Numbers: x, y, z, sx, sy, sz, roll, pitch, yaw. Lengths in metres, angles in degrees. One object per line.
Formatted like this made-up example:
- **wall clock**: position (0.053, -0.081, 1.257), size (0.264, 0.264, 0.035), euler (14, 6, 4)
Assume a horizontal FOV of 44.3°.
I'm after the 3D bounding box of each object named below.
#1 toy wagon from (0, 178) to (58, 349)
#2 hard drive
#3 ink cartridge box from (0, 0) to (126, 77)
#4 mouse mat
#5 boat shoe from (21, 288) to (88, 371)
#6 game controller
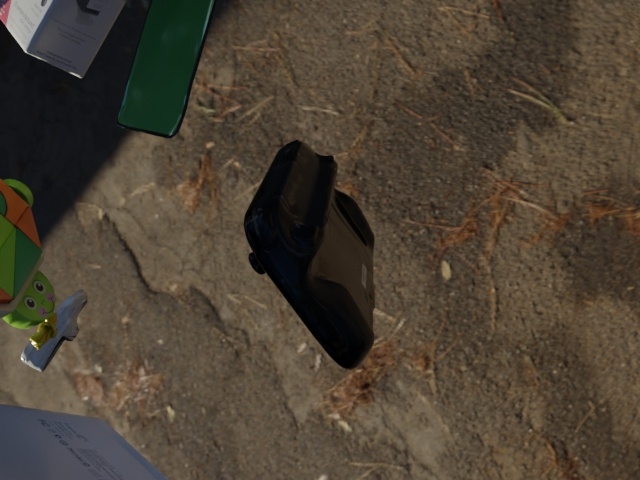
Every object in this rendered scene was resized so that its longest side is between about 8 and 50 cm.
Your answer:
- **toy wagon**: position (-0.442, -0.002, 0.977), size (0.068, 0.267, 0.344), euler (-29, 119, 24)
- **hard drive**: position (-0.254, 0.196, 0.653), size (0.210, 0.318, 0.040), euler (28, 89, 36)
- **ink cartridge box**: position (-0.315, -0.347, 1.005), size (0.218, 0.092, 0.158), euler (-54, 52, 13)
- **mouse mat**: position (-0.165, -0.207, 0.849), size (0.152, 0.007, 0.190), euler (19, 94, 50)
- **boat shoe**: position (-0.530, 0.185, 1.610), size (0.063, 0.184, 0.066), euler (35, 153, 3)
- **game controller**: position (0.000, 0.000, 0.774), size (0.067, 0.319, 0.167), euler (-23, 106, 12)
